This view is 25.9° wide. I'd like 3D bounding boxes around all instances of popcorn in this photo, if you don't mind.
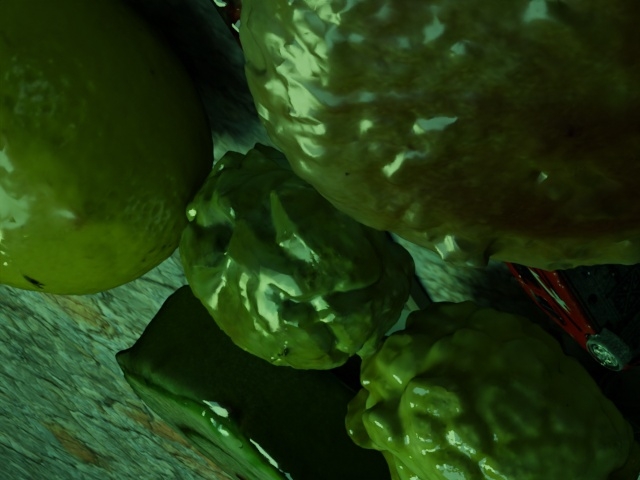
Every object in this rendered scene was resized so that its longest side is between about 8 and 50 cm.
[{"bbox_3d":[0.000,0.000,1.059,0.198,0.212,0.198,38,-173,-5],"label":"popcorn"},{"bbox_3d":[0.157,0.174,1.109,0.286,0.174,0.225,52,167,-27],"label":"popcorn"}]

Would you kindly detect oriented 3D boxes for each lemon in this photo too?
[{"bbox_3d":[-0.218,-0.086,1.107,0.261,0.260,0.284,20,146,35],"label":"lemon"}]

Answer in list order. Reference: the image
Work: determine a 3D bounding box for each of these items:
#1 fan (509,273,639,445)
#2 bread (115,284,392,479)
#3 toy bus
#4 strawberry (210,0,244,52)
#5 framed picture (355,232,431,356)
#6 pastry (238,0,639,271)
[{"bbox_3d":[0.280,0.147,1.124,0.294,0.012,0.223,28,156,21],"label":"fan"},{"bbox_3d":[-0.034,0.206,1.473,0.382,0.129,0.366,44,165,-15],"label":"bread"},{"bbox_3d":[0.167,0.001,0.938,0.195,0.081,0.089,52,162,-29],"label":"toy bus"},{"bbox_3d":[-0.035,-0.186,0.861,0.140,0.085,0.192,-95,-17,-63],"label":"strawberry"},{"bbox_3d":[-0.007,0.040,1.315,0.289,0.016,0.213,11,145,45],"label":"framed picture"},{"bbox_3d":[0.109,-0.101,0.628,0.330,0.136,0.329,-1,143,-1],"label":"pastry"}]
